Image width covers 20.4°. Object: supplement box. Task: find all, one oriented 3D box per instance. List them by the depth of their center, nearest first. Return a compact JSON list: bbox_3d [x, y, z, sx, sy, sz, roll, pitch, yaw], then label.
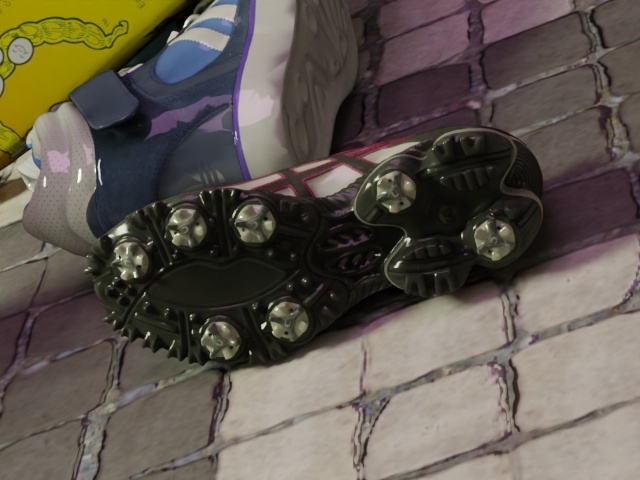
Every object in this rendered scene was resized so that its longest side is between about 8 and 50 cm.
[{"bbox_3d":[-0.180,-0.239,1.373,0.356,0.195,0.194,-39,6,17],"label":"supplement box"}]

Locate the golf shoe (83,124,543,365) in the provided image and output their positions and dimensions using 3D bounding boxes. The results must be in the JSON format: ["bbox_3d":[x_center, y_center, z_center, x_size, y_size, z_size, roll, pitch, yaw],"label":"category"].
[{"bbox_3d":[0.000,0.000,1.048,0.273,0.105,0.120,-13,12,13],"label":"golf shoe"}]

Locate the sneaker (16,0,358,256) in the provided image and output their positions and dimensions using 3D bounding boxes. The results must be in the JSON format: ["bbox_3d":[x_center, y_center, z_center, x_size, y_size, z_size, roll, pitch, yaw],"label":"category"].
[{"bbox_3d":[-0.108,-0.108,1.287,0.236,0.130,0.322,-13,33,16],"label":"sneaker"}]

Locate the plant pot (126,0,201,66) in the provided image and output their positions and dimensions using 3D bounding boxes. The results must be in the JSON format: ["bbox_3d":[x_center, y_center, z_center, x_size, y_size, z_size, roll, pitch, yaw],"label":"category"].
[{"bbox_3d":[-0.186,-0.255,1.624,0.234,0.165,0.165,-11,28,45],"label":"plant pot"}]

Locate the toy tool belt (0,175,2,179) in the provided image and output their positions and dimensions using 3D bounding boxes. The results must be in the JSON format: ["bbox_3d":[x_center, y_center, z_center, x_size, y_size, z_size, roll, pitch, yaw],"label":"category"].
[{"bbox_3d":[-0.300,-0.038,1.439,0.083,0.052,0.051,-23,-6,-3],"label":"toy tool belt"}]
